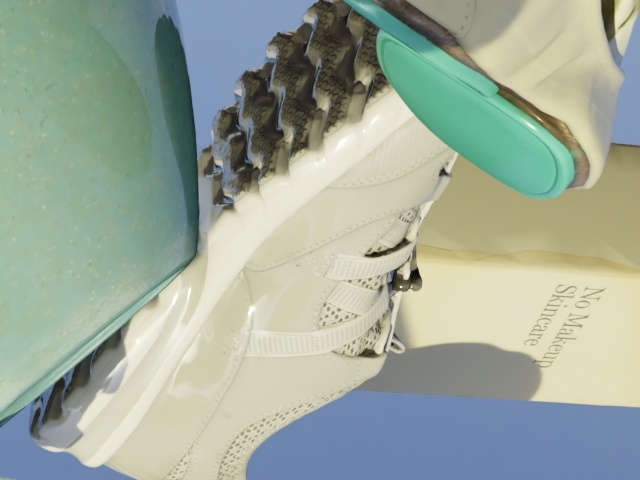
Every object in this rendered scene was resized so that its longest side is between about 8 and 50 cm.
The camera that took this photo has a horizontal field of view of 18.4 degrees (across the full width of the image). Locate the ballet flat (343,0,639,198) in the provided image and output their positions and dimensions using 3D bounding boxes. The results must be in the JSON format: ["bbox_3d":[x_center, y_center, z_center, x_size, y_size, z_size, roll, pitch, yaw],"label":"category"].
[{"bbox_3d":[0.054,-0.069,0.544,0.086,0.086,0.248,-7,172,10],"label":"ballet flat"}]

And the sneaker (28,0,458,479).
[{"bbox_3d":[0.000,0.000,0.810,0.281,0.115,0.105,-46,-153,28],"label":"sneaker"}]

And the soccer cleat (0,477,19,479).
[{"bbox_3d":[-0.213,0.161,0.724,0.289,0.093,0.121,-42,-113,22],"label":"soccer cleat"}]

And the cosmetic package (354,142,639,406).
[{"bbox_3d":[0.129,0.019,1.286,0.309,0.160,0.113,5,-126,-13],"label":"cosmetic package"}]

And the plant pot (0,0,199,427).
[{"bbox_3d":[-0.153,-0.026,0.638,0.290,0.195,0.290,-39,180,0],"label":"plant pot"}]
